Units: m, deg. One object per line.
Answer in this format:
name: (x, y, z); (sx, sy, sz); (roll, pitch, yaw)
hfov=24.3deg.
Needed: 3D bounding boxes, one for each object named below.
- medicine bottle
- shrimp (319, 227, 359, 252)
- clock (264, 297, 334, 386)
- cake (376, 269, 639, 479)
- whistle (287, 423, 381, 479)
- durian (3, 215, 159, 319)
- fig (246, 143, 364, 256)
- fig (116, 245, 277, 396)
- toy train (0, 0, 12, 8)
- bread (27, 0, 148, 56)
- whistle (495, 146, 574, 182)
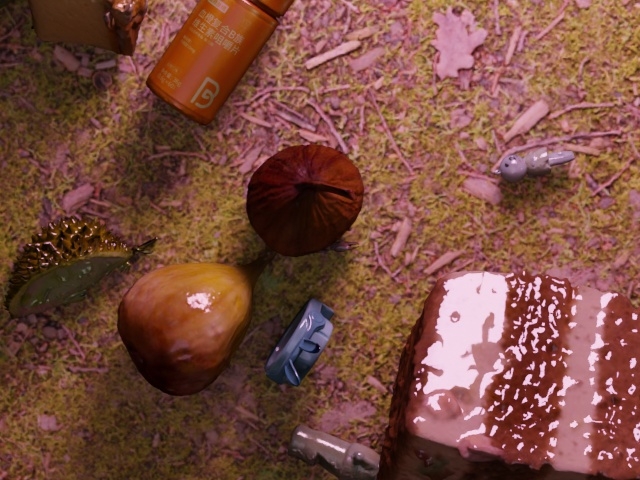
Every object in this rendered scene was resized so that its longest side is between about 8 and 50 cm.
medicine bottle: (-0.121, -0.240, 1.785); (0.096, 0.096, 0.192); (35, 98, -6)
shrimp: (0.002, -0.004, 1.862); (0.092, 0.029, 0.038); (-3, 91, -5)
clock: (-0.025, 0.132, 1.822); (0.045, 0.147, 0.108); (33, 98, -5)
cake: (0.232, 0.196, 1.737); (0.290, 0.256, 0.282); (16, 56, -1)
whistle: (0.082, 0.296, 1.878); (0.258, 0.126, 0.067); (20, 63, 9)
durian: (-0.312, 0.027, 1.853); (0.215, 0.086, 0.100); (-27, 132, 7)
fig: (-0.019, -0.052, 1.759); (0.134, 0.201, 0.146); (38, 88, -1)
fig: (-0.132, 0.070, 1.832); (0.257, 0.159, 0.159); (-44, 98, -15)
toy train: (-0.377, -0.381, 1.686); (0.397, 0.160, 0.253); (-29, 70, 4)
bread: (-0.274, -0.308, 1.791); (0.147, 0.127, 0.152); (12, 66, 0)
whistle: (0.265, -0.095, 1.843); (0.100, 0.035, 0.035); (-12, 99, 0)
